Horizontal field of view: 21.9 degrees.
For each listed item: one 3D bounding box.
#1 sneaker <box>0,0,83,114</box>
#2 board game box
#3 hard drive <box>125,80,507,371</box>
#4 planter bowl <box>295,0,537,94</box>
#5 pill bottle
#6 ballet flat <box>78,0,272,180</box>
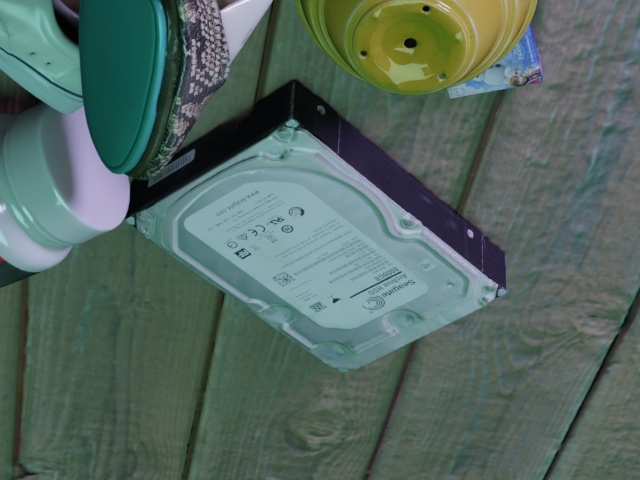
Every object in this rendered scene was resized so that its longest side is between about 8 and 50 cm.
[{"bbox_3d":[-0.284,-0.215,1.461,0.091,0.094,0.258,-41,130,19],"label":"sneaker"},{"bbox_3d":[0.153,-0.175,1.521,0.090,0.020,0.090,-8,138,15],"label":"board game box"},{"bbox_3d":[0.000,0.000,1.703,0.237,0.064,0.339,-28,132,31],"label":"hard drive"},{"bbox_3d":[0.079,-0.193,1.431,0.217,0.090,0.217,4,133,4],"label":"planter bowl"},{"bbox_3d":[-0.339,-0.028,1.612,0.283,0.161,0.161,-21,134,25],"label":"pill bottle"},{"bbox_3d":[-0.118,-0.258,1.334,0.182,0.164,0.483,-24,137,-21],"label":"ballet flat"}]
